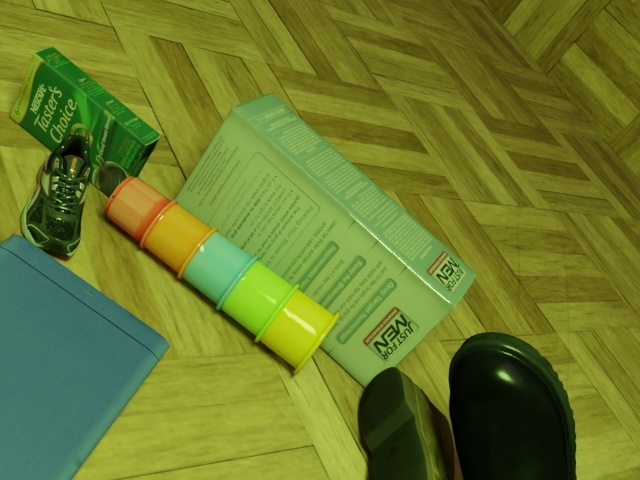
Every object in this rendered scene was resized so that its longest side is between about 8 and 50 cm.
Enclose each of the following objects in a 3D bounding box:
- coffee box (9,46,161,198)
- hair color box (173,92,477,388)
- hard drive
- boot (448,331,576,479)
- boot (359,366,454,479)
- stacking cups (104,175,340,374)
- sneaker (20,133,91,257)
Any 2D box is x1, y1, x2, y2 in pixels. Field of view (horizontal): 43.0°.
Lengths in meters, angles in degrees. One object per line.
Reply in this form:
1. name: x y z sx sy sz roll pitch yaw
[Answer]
1. coffee box: -0.305 -0.147 1.043 0.184 0.113 0.040 40 35 1
2. hair color box: 0.000 0.000 1.086 0.374 0.185 0.113 42 32 6
3. hard drive: -0.299 0.136 0.760 0.210 0.040 0.319 36 32 -4
4. boot: 0.192 0.296 0.841 0.260 0.131 0.348 -37 112 -58
5. boot: 0.116 0.284 0.935 0.115 0.112 0.305 38 29 -21
6. stacking cups: -0.131 0.041 1.017 0.316 0.096 0.096 34 32 3
7. sneaker: -0.308 -0.063 0.964 0.071 0.077 0.178 15 40 -30
